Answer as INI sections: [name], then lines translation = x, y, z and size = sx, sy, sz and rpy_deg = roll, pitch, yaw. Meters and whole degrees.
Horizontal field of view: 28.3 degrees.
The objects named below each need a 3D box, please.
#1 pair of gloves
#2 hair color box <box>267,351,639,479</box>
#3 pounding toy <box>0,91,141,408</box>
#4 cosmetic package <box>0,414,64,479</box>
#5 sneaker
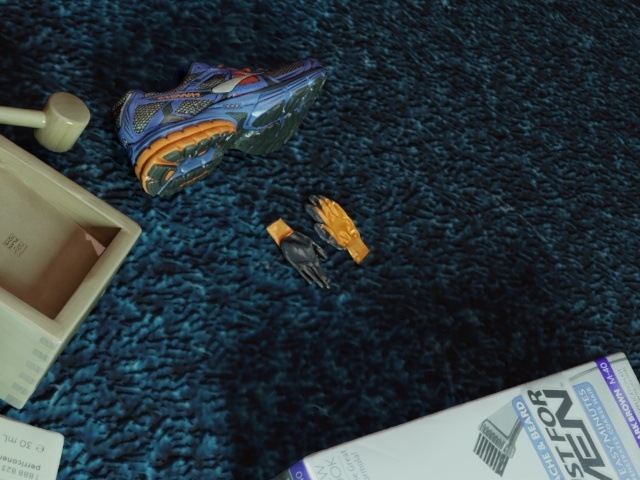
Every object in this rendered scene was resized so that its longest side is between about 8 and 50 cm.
[pair of gloves]
translation = 0.000, 0.000, 1.059
size = 0.074, 0.010, 0.083
rpy_deg = 51, 49, 4
[hair color box]
translation = 0.130, 0.216, 0.945
size = 0.339, 0.110, 0.185
rpy_deg = -13, 71, -36
[pounding toy]
translation = -0.224, -0.017, 0.876
size = 0.181, 0.094, 0.206
rpy_deg = 33, 40, -5
[cosmetic package]
translation = -0.235, 0.250, 0.652
size = 0.113, 0.160, 0.309
rpy_deg = 21, 52, -20
[sneaker]
translation = -0.078, -0.115, 1.037
size = 0.221, 0.083, 0.087
rpy_deg = -27, 71, -44
